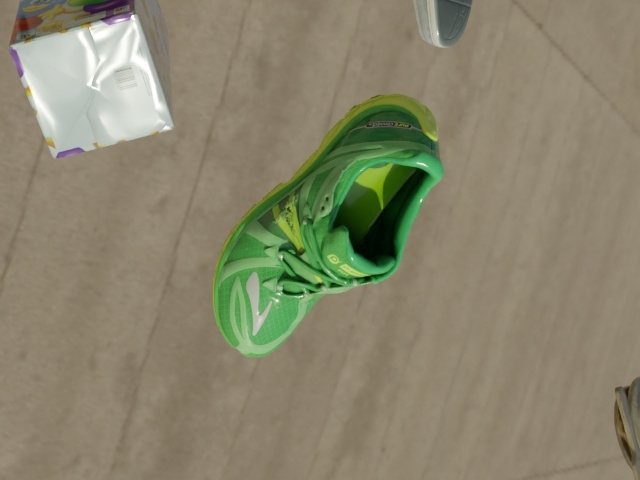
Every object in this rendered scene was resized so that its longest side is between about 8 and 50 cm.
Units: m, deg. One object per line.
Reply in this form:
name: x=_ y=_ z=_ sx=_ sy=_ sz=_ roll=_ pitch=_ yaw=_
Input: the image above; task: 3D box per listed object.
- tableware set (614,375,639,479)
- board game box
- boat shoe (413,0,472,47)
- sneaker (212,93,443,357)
tableware set: x=0.272 y=0.208 z=0.920 sx=0.128 sy=0.039 sz=0.194 roll=3 pitch=72 yaw=-51
board game box: x=-0.260 y=-0.234 z=1.321 sx=0.275 sy=0.142 sz=0.144 roll=-104 pitch=179 yaw=-57
boat shoe: x=0.175 y=-0.476 z=1.877 sx=0.118 sy=0.103 sz=0.321 roll=-13 pitch=96 yaw=-48
sneaker: x=0.000 y=0.000 z=1.019 sx=0.109 sy=0.123 sz=0.295 roll=26 pitch=115 yaw=-27
